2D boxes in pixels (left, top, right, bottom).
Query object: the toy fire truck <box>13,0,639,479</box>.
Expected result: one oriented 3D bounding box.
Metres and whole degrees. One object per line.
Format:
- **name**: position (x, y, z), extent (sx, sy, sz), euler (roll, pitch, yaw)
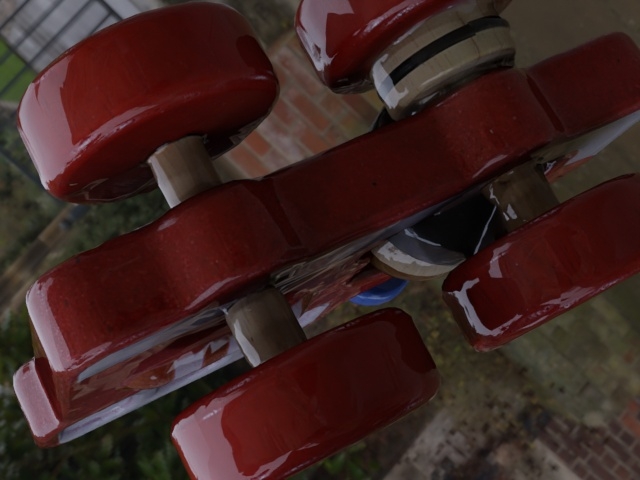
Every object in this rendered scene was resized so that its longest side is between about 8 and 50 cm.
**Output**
- **toy fire truck**: position (0.000, 0.000, 0.477), extent (0.169, 0.302, 0.254), euler (61, 159, 8)
